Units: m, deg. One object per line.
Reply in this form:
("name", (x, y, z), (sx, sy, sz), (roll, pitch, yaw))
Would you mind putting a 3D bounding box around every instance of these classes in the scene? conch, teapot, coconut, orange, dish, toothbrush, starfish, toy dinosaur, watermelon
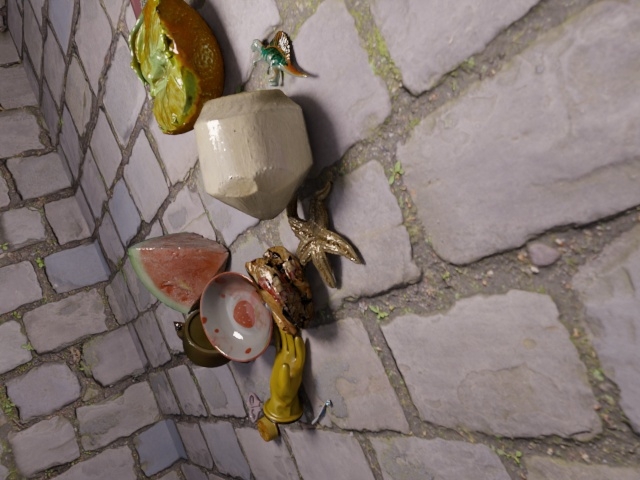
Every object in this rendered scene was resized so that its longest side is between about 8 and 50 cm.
("conch", (-0.480, 0.368, 1.967), (0.233, 0.086, 0.080), (17, 79, 34))
("teapot", (-0.346, 0.338, 1.675), (0.268, 0.185, 0.175), (23, 138, 3))
("coconut", (-0.133, -0.172, 1.058), (0.237, 0.237, 0.265), (9, 108, 52))
("orange", (-0.354, -0.432, 1.259), (0.263, 0.196, 0.334), (-28, 88, 41))
("dish", (-0.221, 0.211, 1.468), (0.260, 0.085, 0.260), (5, 100, 30))
("toothbrush", (0.001, 0.473, 1.407), (0.162, 0.014, 0.017), (115, 144, -48))
("starfish", (0.000, 0.000, 1.134), (0.236, 0.062, 0.277), (43, 134, 25))
("toy dinosaur", (-0.086, -0.379, 1.054), (0.187, 0.044, 0.106), (10, 100, 53))
("watermelon", (-0.445, 0.092, 1.620), (0.283, 0.250, 0.293), (62, 148, 1))

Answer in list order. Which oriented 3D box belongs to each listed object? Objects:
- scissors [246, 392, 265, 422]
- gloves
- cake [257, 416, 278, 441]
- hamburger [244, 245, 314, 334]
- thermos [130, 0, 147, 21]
("scissors", (-0.196, 0.552, 1.707), (0.189, 0.015, 0.100), (-30, 62, 47))
("gloves", (-0.100, 0.352, 1.416), (0.133, 0.116, 0.294), (22, 118, 40))
("cake", (-0.175, 0.627, 1.703), (0.084, 0.044, 0.084), (28, 127, 44))
("hamburger", (-0.092, 0.127, 1.249), (0.231, 0.107, 0.231), (45, 155, 28))
("thermos", (-0.471, -0.734, 1.353), (0.110, 0.136, 0.330), (-13, 98, 28))
